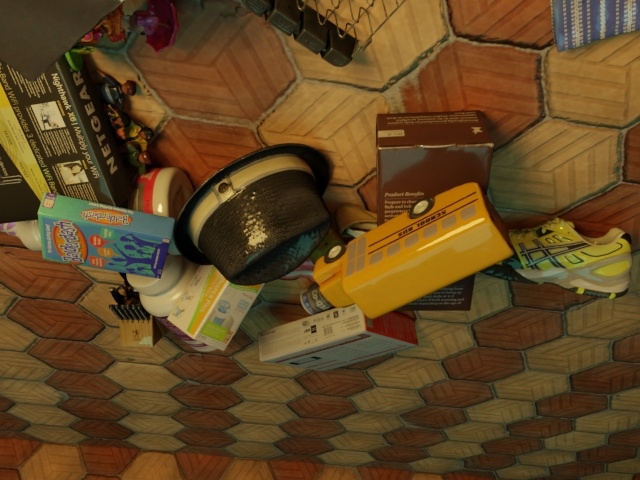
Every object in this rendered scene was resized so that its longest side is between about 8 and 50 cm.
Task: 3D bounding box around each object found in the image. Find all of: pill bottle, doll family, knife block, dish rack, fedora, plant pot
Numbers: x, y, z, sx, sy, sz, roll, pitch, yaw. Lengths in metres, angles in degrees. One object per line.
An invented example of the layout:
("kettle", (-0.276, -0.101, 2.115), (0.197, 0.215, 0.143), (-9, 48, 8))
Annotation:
("pill bottle", (-0.331, 0.137, 1.376), (0.170, 0.169, 0.301), (-12, 141, 18))
("doll family", (-0.357, -0.207, 1.003), (0.112, 0.075, 0.193), (-5, 140, 17))
("pill bottle", (-0.425, -0.049, 1.128), (0.319, 0.176, 0.176), (-4, 143, 7))
("pill bottle", (0.022, 0.132, 1.426), (0.137, 0.078, 0.078), (-29, 133, 34))
("knife block", (-0.466, 0.148, 1.487), (0.088, 0.241, 0.275), (2, -172, 2))
("dish rack", (0.033, -0.375, 0.764), (0.208, 0.074, 0.271), (25, 136, -29))
("fedora", (-0.099, -0.022, 1.063), (0.334, 0.152, 0.334), (-26, 153, -14))
("plant pot", (0.000, 0.000, 1.194), (0.081, 0.081, 0.083), (-40, 180, -6))

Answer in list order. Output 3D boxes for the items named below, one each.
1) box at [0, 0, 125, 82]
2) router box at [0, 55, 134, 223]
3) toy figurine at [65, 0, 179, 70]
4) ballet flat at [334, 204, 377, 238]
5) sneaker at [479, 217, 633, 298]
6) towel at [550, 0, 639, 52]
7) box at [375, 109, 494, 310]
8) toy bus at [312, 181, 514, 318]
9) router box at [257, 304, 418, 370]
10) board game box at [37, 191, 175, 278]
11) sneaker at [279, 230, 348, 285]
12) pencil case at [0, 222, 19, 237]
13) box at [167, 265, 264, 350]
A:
("box", (-0.339, -0.383, 0.581), (0.183, 0.296, 0.294), (-25, 135, 30))
("router box", (-0.485, -0.187, 0.938), (0.243, 0.081, 0.308), (-5, 120, 11))
("toy figurine", (-0.285, -0.315, 0.807), (0.160, 0.173, 0.130), (-6, 107, -9))
("ballet flat", (0.143, -0.020, 1.223), (0.233, 0.073, 0.080), (8, 141, -8))
("sneaker", (0.475, 0.017, 1.233), (0.385, 0.145, 0.147), (9, 104, 7))
("towel", (0.482, -0.392, 0.742), (0.336, 0.040, 0.243), (-10, 140, 16))
("box", (0.199, -0.044, 1.066), (0.191, 0.143, 0.381), (0, 130, 4))
("toy bus", (0.145, 0.031, 0.959), (0.333, 0.130, 0.108), (-29, 120, 24))
("router box", (0.050, 0.273, 1.546), (0.336, 0.082, 0.301), (-21, 153, 28))
("board game box", (-0.375, -0.002, 0.991), (0.211, 0.047, 0.160), (12, 147, -15))
("sneaker", (-0.017, 0.022, 1.287), (0.314, 0.116, 0.136), (17, 117, -14))
("pencil case", (-0.700, -0.080, 1.174), (0.086, 0.088, 0.206), (-35, 129, 30))
("box", (-0.228, 0.126, 1.268), (0.103, 0.203, 0.114), (25, 171, 37))
